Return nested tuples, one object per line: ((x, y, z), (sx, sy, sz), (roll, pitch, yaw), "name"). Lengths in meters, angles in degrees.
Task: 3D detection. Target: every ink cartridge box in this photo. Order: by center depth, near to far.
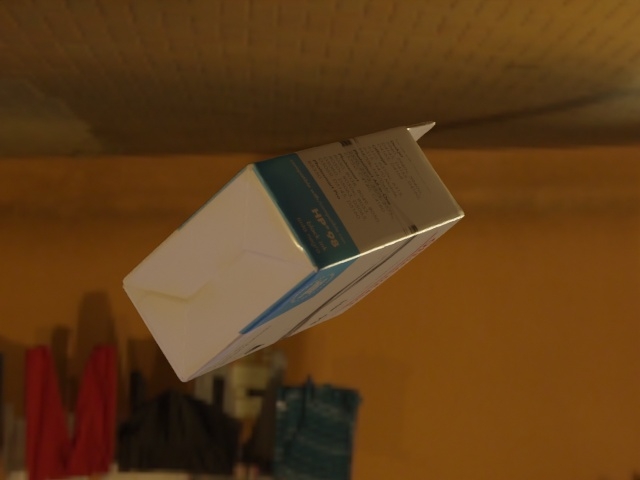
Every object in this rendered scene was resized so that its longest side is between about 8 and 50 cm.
((0.000, 0.000, 0.676), (0.104, 0.060, 0.180), (-40, 168, 33), "ink cartridge box")
